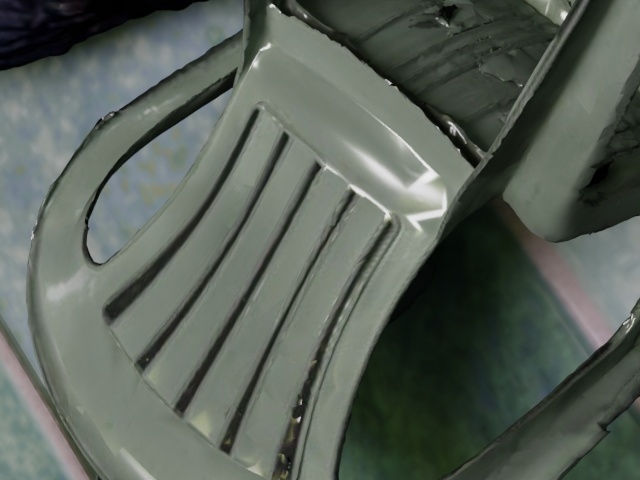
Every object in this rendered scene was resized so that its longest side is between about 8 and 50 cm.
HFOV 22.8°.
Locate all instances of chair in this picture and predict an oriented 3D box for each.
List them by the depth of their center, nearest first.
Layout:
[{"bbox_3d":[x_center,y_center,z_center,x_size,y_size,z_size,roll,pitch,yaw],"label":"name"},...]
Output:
[{"bbox_3d":[0.031,-0.049,0.481,0.203,0.190,0.274,39,135,21],"label":"chair"}]

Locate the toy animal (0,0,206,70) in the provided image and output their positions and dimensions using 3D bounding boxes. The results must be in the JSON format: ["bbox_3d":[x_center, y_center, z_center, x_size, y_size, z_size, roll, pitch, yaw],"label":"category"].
[{"bbox_3d":[-0.150,-0.146,0.629,0.298,0.122,0.185,17,96,23],"label":"toy animal"}]

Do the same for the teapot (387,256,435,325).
[{"bbox_3d":[0.003,-0.003,0.597,0.049,0.063,0.083,-39,68,-10],"label":"teapot"}]
